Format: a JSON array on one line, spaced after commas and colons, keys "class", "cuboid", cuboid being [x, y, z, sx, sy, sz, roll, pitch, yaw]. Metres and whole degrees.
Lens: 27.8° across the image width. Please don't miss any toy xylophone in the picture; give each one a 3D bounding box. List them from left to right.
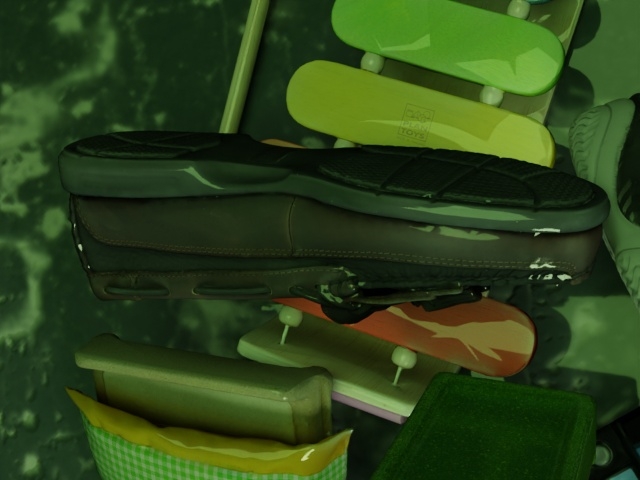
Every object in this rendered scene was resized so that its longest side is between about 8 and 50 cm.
[{"class": "toy xylophone", "cuboid": [0.032, -0.065, 0.754, 0.236, 0.081, 0.322, 10, 90, 20]}]

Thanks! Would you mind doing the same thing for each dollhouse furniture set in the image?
[{"class": "dollhouse furniture set", "cuboid": [-0.016, 0.178, 0.676, 0.302, 0.151, 0.197, 7, 120, 20]}]

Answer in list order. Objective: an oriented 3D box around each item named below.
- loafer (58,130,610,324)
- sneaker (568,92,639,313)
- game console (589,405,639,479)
[{"class": "loafer", "cuboid": [0.000, 0.000, 0.675, 0.303, 0.109, 0.095, 7, 108, 26]}, {"class": "sneaker", "cuboid": [0.266, 0.036, 0.589, 0.210, 0.137, 0.365, -27, 49, 12]}, {"class": "game console", "cuboid": [0.176, 0.158, 0.695, 0.107, 0.071, 0.122, -33, 76, 14]}]
